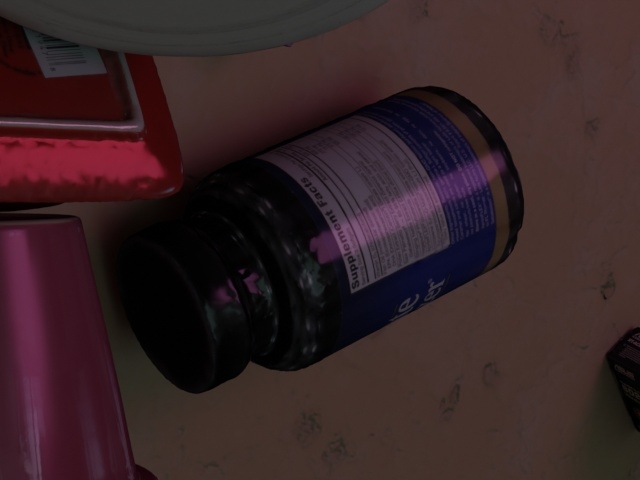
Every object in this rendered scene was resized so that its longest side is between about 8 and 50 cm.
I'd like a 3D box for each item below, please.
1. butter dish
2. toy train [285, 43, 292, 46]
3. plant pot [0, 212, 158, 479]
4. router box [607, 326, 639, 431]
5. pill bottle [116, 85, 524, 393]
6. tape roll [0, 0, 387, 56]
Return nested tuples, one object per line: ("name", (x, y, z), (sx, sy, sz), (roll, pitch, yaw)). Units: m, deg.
("butter dish", (-0.165, -0.070, 0.704), (0.160, 0.118, 0.160), (-2, 65, -40))
("toy train", (-0.021, -0.182, 0.830), (0.125, 0.046, 0.166), (-55, 134, -14))
("plant pot", (-0.174, 0.079, 0.700), (0.201, 0.201, 0.180), (-2, 93, -40))
("router box", (0.282, 0.129, 1.137), (0.038, 0.122, 0.092), (-39, 126, -17))
("pill bottle", (0.000, 0.000, 0.855), (0.219, 0.123, 0.122), (-26, 120, -31))
("tape roll", (-0.061, -0.212, 0.616), (0.246, 0.246, 0.169), (30, 49, -42))
